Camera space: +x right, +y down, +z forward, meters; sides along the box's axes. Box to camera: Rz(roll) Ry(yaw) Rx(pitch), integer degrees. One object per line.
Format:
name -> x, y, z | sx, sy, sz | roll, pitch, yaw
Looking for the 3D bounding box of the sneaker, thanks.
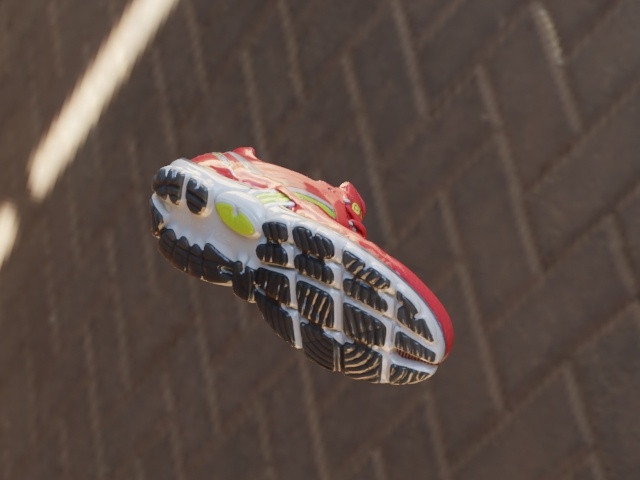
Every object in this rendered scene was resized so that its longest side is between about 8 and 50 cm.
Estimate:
sneaker -> 0.000, 0.000, 1.298 | 0.279, 0.118, 0.107 | 33, 132, 34
